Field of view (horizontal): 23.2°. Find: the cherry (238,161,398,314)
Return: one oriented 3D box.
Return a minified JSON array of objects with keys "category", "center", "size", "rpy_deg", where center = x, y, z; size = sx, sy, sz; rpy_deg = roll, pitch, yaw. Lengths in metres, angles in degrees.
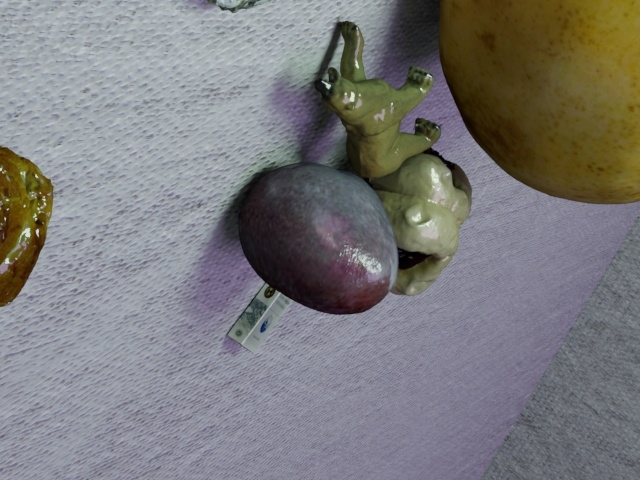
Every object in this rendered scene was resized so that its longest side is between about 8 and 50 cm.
[{"category":"cherry","center":[0.003,0.002,1.581],"size":[0.140,0.176,0.176],"rpy_deg":[-41,165,20]}]

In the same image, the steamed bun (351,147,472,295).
[{"category":"steamed bun","center":[0.097,-0.036,1.698],"size":[0.172,0.140,0.155],"rpy_deg":[-66,-174,-10]}]

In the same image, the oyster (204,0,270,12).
[{"category":"oyster","center":[-0.046,-0.229,1.285],"size":[0.100,0.037,0.098],"rpy_deg":[-58,160,10]}]

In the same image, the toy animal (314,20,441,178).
[{"category":"toy animal","center":[0.050,-0.128,1.544],"size":[0.101,0.103,0.219],"rpy_deg":[-60,163,-17]}]

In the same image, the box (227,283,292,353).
[{"category":"box","center":[-0.066,0.085,1.767],"size":[0.083,0.024,0.054],"rpy_deg":[-54,162,-5]}]

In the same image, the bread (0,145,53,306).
[{"category":"bread","center":[-0.268,-0.008,1.048],"size":[0.172,0.103,0.132],"rpy_deg":[6,111,-63]}]

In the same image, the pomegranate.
[{"category":"pomegranate","center":[0.326,-0.233,1.620],"size":[0.416,0.416,0.417],"rpy_deg":[-45,158,-24]}]
